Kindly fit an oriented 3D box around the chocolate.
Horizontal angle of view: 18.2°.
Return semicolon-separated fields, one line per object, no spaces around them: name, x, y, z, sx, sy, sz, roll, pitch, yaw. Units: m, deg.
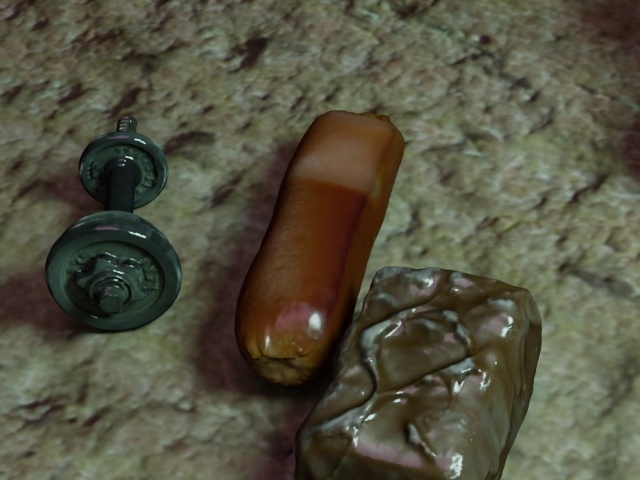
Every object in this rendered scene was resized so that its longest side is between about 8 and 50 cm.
chocolate;0.071;0.118;1.477;0.148;0.093;0.214;7;47;21

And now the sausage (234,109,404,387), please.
sausage;0.000;0.000;1.621;0.089;0.083;0.300;0;42;20

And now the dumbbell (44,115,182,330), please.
dumbbell;-0.169;-0.025;1.675;0.110;0.110;0.254;-8;37;4
